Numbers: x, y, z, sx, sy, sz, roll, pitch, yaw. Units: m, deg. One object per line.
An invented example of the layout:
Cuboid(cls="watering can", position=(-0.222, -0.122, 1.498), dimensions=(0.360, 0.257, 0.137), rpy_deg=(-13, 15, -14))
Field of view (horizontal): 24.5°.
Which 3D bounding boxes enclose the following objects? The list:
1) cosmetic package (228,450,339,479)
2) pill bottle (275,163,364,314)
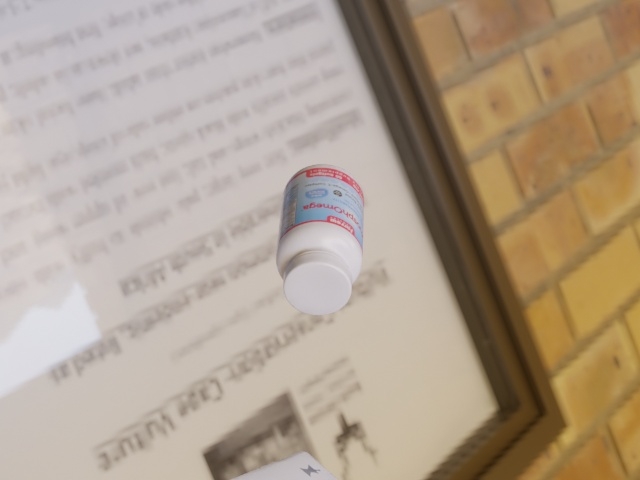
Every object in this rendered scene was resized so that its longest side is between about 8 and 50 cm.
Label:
Cuboid(cls="cosmetic package", position=(-0.010, 0.286, 0.847), dimensions=(0.138, 0.224, 0.225), rpy_deg=(-11, 131, -52))
Cuboid(cls="pill bottle", position=(0.000, 0.000, 1.480), dimensions=(0.087, 0.087, 0.160), rpy_deg=(-20, -147, 16))
